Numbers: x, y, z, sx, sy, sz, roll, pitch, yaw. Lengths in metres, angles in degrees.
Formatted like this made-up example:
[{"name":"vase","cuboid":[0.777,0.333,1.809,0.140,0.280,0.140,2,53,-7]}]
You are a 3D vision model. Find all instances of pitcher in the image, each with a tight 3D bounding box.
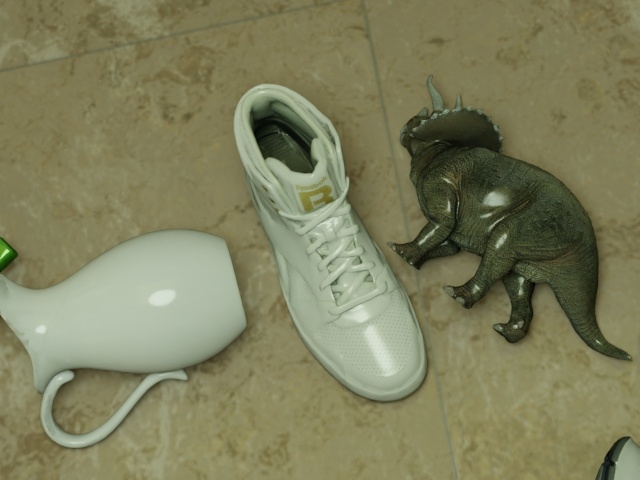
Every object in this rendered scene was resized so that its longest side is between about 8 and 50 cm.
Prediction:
[{"name":"pitcher","cuboid":[-0.169,0.088,1.276,0.207,0.125,0.178,-15,109,-4]}]

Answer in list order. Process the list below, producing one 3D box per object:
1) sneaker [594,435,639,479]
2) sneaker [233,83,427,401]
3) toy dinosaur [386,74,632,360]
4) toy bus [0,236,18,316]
[{"name":"sneaker","cuboid":[0.269,0.311,1.141,0.129,0.111,0.297,12,73,5]},{"name":"sneaker","cuboid":[0.000,0.000,1.251,0.108,0.169,0.293,-28,71,-5]},{"name":"toy dinosaur","cuboid":[0.163,-0.014,1.261,0.313,0.121,0.160,38,92,22]},{"name":"toy bus","cuboid":[-0.394,0.005,1.273,0.191,0.104,0.202,-30,82,-4]}]
